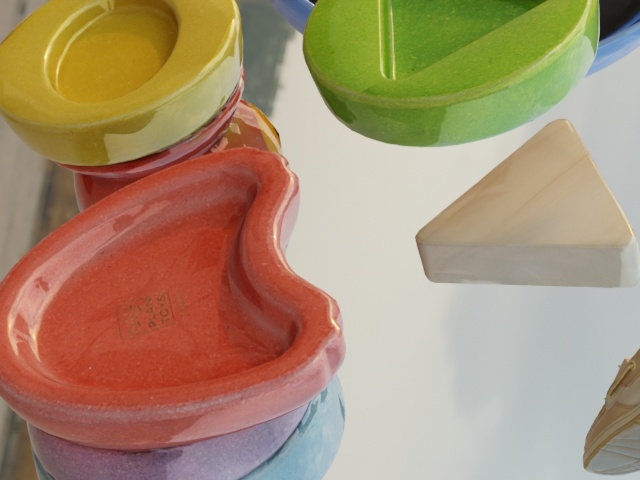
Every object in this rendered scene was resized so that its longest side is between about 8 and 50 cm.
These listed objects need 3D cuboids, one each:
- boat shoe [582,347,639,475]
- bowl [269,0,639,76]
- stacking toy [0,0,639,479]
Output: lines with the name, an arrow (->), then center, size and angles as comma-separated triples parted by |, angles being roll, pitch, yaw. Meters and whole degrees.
boat shoe -> 0.228, 0.099, 1.329 | 0.170, 0.063, 0.059 | 126, -34, -44
bowl -> 0.115, -0.280, 1.459 | 0.077, 0.391, 0.391 | 92, 7, -66
stacking toy -> 0.000, 0.000, 0.857 | 0.309, 0.279, 0.130 | -94, 169, -50
